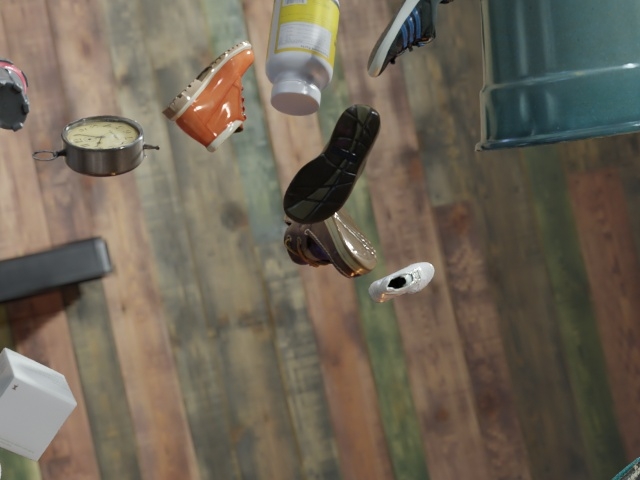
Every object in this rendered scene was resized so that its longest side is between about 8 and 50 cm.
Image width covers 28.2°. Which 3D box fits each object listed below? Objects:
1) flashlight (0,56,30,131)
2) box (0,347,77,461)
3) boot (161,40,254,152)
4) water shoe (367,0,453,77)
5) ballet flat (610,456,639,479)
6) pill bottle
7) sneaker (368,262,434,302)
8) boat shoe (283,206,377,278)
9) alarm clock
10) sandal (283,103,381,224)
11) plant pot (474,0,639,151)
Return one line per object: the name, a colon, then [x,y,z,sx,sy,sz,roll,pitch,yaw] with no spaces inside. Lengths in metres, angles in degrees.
flashlight: [-0.541,-0.245,2.171,0.304,0.103,0.103,-137,-117,-66]
box: [-0.400,0.219,1.700,0.102,0.101,0.087,-55,-149,5]
boot: [-0.114,-0.172,1.522,0.084,0.158,0.059,44,-35,-10]
water shoe: [0.154,-0.351,2.140,0.203,0.080,0.073,-59,-171,0]
ballet flat: [0.506,0.311,1.643,0.182,0.483,0.164,27,-24,56]
pill bottle: [-0.029,-0.286,1.927,0.103,0.103,0.184,119,-21,-66]
sneaker: [0.167,0.079,2.455,0.061,0.152,0.054,-32,-98,57]
boat shoe: [0.000,0.000,2.222,0.123,0.123,0.342,43,7,-27]
alarm clock: [-0.363,-0.144,2.018,0.129,0.192,0.064,45,-42,49]
sandal: [0.022,-0.114,1.980,0.219,0.090,0.060,-61,172,-16]
plant pot: [0.361,-0.310,1.749,0.341,0.341,0.334,-173,-105,-73]
